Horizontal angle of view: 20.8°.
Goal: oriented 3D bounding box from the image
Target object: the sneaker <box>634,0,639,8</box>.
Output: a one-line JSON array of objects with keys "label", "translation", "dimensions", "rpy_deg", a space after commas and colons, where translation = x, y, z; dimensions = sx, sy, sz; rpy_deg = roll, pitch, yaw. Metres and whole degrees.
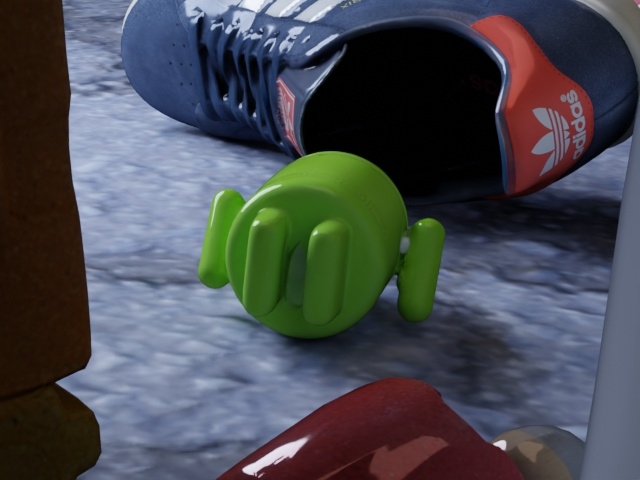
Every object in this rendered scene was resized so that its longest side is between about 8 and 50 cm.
[{"label": "sneaker", "translation": [0.251, -0.136, 1.174], "dimensions": [0.314, 0.116, 0.136], "rpy_deg": [-3, 18, -19]}]

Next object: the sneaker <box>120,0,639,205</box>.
[{"label": "sneaker", "translation": [-0.001, -0.088, 0.954], "dimensions": [0.350, 0.131, 0.148], "rpy_deg": [5, 31, 38]}]

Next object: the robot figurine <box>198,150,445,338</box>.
[{"label": "robot figurine", "translation": [0.000, 0.000, 0.726], "dimensions": [0.101, 0.067, 0.115], "rpy_deg": [7, 16, 10]}]

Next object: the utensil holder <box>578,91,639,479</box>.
[{"label": "utensil holder", "translation": [0.224, -0.062, 0.323], "dimensions": [0.328, 0.385, 0.327], "rpy_deg": [10, 9, -2]}]

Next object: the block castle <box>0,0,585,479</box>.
[{"label": "block castle", "translation": [-0.123, -0.063, 0.509], "dimensions": [0.213, 0.303, 0.453], "rpy_deg": [-16, 23, -34]}]
